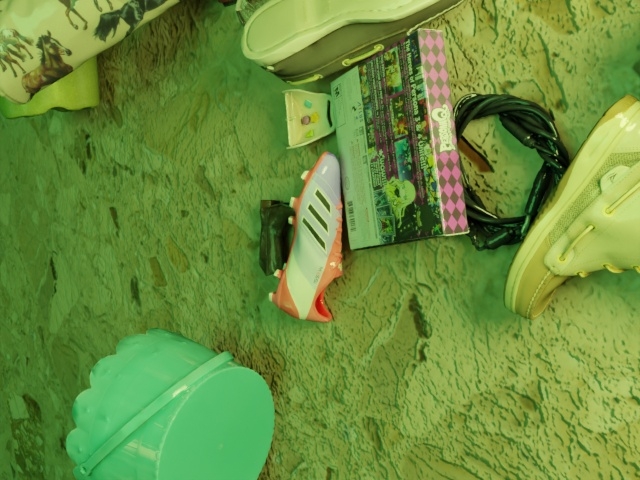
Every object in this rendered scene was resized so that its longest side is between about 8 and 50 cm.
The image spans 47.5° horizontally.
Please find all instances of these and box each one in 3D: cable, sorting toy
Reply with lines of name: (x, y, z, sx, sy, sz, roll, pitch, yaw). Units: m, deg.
cable: (0.201, -0.087, 0.820, 0.150, 0.047, 0.185, -26, 75, 41)
sorting toy: (-0.011, -0.173, 1.021, 0.075, 0.045, 0.083, -5, 90, 36)

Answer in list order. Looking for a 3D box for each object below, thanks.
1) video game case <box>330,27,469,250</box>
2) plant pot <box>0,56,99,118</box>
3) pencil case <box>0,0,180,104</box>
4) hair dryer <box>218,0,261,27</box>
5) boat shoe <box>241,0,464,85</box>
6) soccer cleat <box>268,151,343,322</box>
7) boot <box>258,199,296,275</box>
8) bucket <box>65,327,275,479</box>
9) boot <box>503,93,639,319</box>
video game case: (0.088, -0.110, 0.889, 0.210, 0.041, 0.232, -13, 84, 62)
plant pot: (-0.531, -0.365, 1.373, 0.276, 0.276, 0.254, 4, 108, 43)
pencil case: (-0.362, -0.394, 1.148, 0.410, 0.160, 0.184, -31, 59, 8)
hair dryer: (-0.098, -0.414, 1.031, 0.293, 0.080, 0.223, 52, 145, 14)
boat shoe: (0.056, -0.279, 0.903, 0.324, 0.096, 0.117, -15, 63, 29)
soccer cleat: (0.000, 0.000, 0.996, 0.095, 0.083, 0.248, 21, 114, 10)
boot: (-0.056, -0.001, 1.077, 0.106, 0.037, 0.114, 10, 99, 51)
bucket: (-0.213, 0.281, 1.095, 0.183, 0.281, 0.281, 11, 101, 35)
boot: (0.306, 0.021, 0.692, 0.203, 0.095, 0.262, 37, 129, 21)
